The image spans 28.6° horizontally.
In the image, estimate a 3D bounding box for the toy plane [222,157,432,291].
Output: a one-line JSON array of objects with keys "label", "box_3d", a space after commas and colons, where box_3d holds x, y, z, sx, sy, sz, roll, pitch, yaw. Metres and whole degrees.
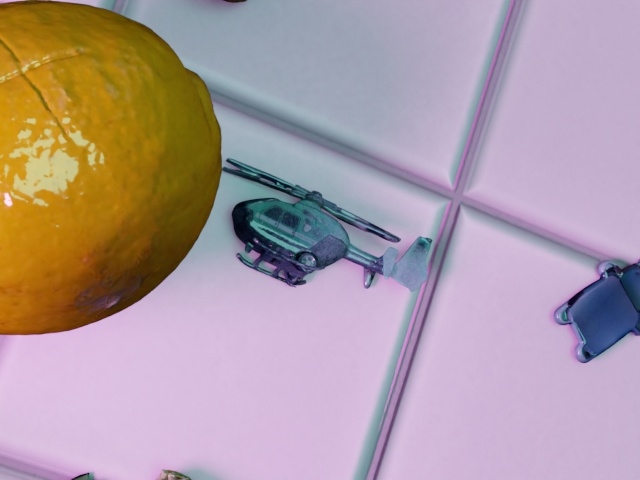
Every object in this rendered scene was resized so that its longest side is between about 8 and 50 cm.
[{"label": "toy plane", "box_3d": [0.000, 0.000, 1.252, 0.235, 0.060, 0.096, 24, 65, -12]}]

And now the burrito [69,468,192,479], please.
[{"label": "burrito", "box_3d": [-0.236, 0.280, 1.148, 0.288, 0.054, 0.104, -25, 92, -18]}]

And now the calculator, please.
[{"label": "calculator", "box_3d": [0.320, 0.071, 1.374, 0.141, 0.019, 0.094, -32, 97, -20]}]

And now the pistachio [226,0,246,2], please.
[{"label": "pistachio", "box_3d": [-0.089, -0.335, 1.209, 0.165, 0.130, 0.210, -12, 110, -27]}]

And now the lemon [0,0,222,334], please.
[{"label": "lemon", "box_3d": [-0.233, -0.062, 1.055, 0.297, 0.297, 0.297, 2, 85, -19]}]
